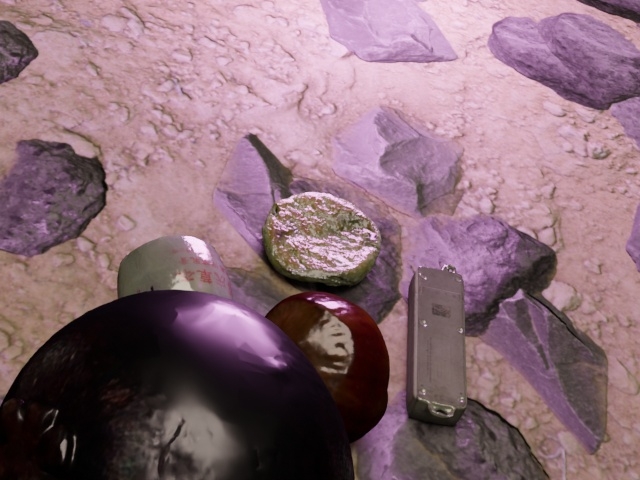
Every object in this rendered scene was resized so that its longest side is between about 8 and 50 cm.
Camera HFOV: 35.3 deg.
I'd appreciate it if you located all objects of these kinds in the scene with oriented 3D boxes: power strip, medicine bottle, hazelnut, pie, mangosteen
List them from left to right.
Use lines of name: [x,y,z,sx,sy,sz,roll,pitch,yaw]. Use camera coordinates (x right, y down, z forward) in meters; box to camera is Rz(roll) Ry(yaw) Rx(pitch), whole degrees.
medicine bottle: [-0.182,0.088,1.294,0.147,0.147,0.143,-5,51,-21]
mangosteen: [-0.118,0.251,0.996,0.435,0.382,0.382,29,31,-46]
pie: [0.000,0.000,1.507,0.186,0.041,0.187,9,47,-9]
hazelnut: [0.004,0.165,1.292,0.170,0.160,0.202,-3,86,-4]
power strip: [0.163,0.145,1.414,0.078,0.052,0.272,12,47,-6]
